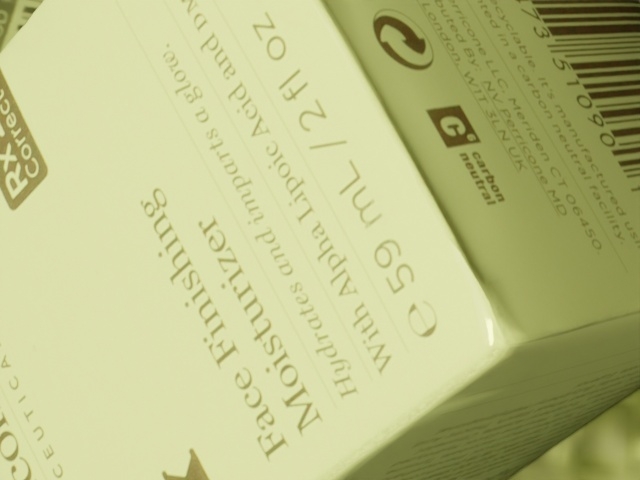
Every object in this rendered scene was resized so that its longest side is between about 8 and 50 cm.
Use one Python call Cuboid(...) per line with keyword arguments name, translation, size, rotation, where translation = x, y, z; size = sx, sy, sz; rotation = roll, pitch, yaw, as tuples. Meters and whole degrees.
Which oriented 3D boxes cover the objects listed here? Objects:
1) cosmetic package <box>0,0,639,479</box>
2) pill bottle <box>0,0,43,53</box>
Cuboid(name="cosmetic package", translation=(0.000, 0.000, 0.504), size=(0.183, 0.151, 0.151), rotation=(-42, 69, 37))
Cuboid(name="pill bottle", translation=(-0.243, -0.127, 0.637), size=(0.204, 0.361, 0.204), rotation=(-5, 83, 47))
